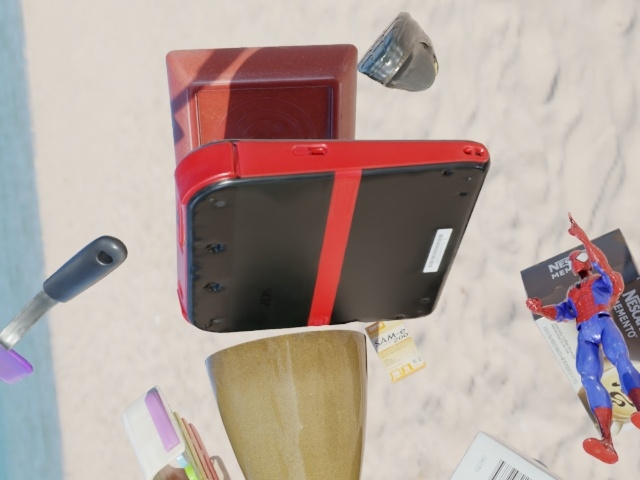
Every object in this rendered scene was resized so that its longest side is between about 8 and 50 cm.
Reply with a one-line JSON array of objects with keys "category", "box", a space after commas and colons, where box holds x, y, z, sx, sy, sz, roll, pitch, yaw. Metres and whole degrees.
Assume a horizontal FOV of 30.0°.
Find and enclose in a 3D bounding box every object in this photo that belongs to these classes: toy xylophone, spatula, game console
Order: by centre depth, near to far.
[{"category": "spatula", "box": [-0.247, 0.060, 1.040, 0.296, 0.084, 0.030, -36, 20, 42]}, {"category": "game console", "box": [0.000, 0.000, 1.421, 0.386, 0.342, 0.060, 100, 163, -60]}, {"category": "toy xylophone", "box": [-0.198, 0.362, 1.796, 0.236, 0.081, 0.322, 61, 177, 25]}]

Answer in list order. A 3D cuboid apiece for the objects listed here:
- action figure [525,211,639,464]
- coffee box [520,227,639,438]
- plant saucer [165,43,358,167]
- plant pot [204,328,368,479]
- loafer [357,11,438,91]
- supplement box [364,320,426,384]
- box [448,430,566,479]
[{"category": "action figure", "box": [0.281, 0.087, 1.285, 0.091, 0.139, 0.280, -34, 29, 26]}, {"category": "coffee box", "box": [0.443, 0.147, 1.820, 0.297, 0.168, 0.119, 56, -163, -34]}, {"category": "plant saucer", "box": [-0.077, -0.148, 1.657, 0.047, 0.259, 0.259, -96, 5, -47]}, {"category": "plant pot", "box": [-0.033, 0.278, 1.696, 0.237, 0.237, 0.254, 131, 133, -67]}, {"category": "loafer", "box": [0.074, -0.154, 1.009, 0.062, 0.061, 0.170, -48, 3, 19]}, {"category": "supplement box", "box": [0.119, 0.171, 1.897, 0.098, 0.062, 0.036, 62, 178, 14]}, {"category": "box", "box": [0.282, 0.415, 1.829, 0.182, 0.181, 0.119, -59, -23, 0]}]
